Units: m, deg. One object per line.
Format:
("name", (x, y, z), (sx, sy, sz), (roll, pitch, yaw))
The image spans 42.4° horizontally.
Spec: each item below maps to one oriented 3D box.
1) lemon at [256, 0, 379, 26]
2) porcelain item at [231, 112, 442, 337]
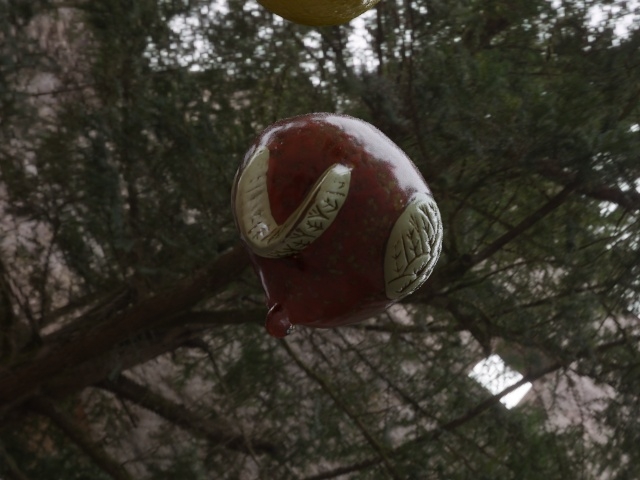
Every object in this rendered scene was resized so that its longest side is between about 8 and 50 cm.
("lemon", (-0.004, -0.181, 0.473), (0.109, 0.133, 0.109), (-4, -99, 25))
("porcelain item", (0.000, 0.000, 0.883), (0.252, 0.253, 0.253), (12, -68, 32))
